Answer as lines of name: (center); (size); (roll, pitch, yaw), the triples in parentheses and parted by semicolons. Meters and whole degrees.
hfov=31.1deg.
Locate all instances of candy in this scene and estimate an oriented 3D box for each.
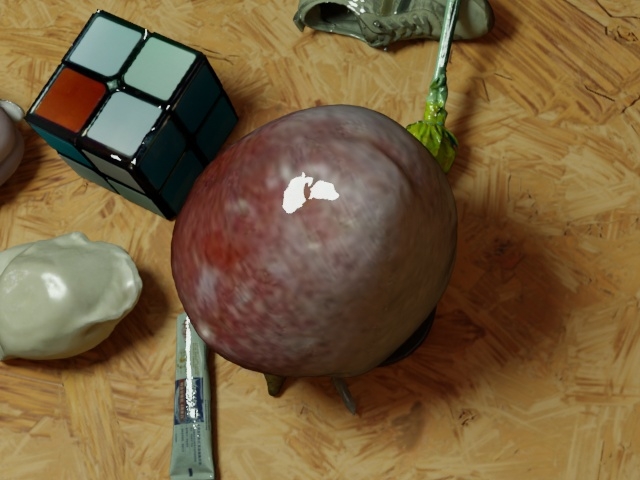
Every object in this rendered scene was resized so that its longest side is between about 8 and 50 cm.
candy: (0.148, -0.197, 1.430); (0.073, 0.077, 0.262); (12, 91, 20)

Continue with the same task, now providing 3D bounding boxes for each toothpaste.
toothpaste: (-0.156, 0.178, 1.407); (0.060, 0.038, 0.233); (-7, 71, 13)

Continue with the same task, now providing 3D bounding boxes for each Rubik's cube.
Rubik's cube: (-0.237, -0.159, 1.482); (0.180, 0.167, 0.183); (27, 76, 21)

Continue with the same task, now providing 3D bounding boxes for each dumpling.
dumpling: (-0.332, 0.068, 1.437); (0.250, 0.132, 0.162); (-17, 75, 22)

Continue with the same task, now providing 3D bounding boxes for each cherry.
cherry: (0.012, -0.002, 1.261); (0.335, 0.326, 0.291); (-43, 59, 37)

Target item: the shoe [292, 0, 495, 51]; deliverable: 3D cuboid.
shoe: (0.092, -0.301, 1.506); (0.274, 0.103, 0.098); (14, 74, 23)

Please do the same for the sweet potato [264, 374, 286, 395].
sweet potato: (-0.053, 0.063, 1.414); (0.069, 0.059, 0.250); (8, 72, 13)

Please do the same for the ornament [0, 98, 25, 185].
ornament: (-0.476, -0.145, 1.526); (0.177, 0.177, 0.178); (-4, 68, 11)

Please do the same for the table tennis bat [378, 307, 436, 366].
table tennis bat: (0.059, 0.010, 1.431); (0.173, 0.022, 0.301); (-4, 70, 11)
